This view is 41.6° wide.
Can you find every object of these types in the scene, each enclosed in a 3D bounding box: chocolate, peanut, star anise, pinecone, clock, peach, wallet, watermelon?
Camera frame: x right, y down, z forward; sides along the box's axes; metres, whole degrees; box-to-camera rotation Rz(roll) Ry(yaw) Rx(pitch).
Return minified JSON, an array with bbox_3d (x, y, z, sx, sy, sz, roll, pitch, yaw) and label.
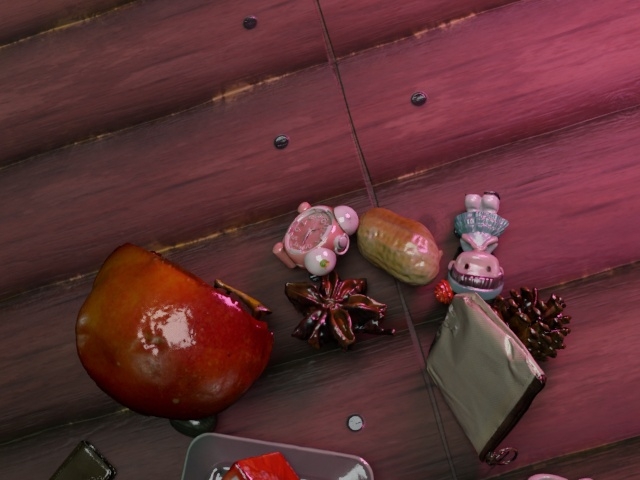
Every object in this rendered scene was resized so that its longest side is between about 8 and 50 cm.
[{"bbox_3d":[-0.076,0.511,1.525,0.108,0.235,0.237,-43,73,7],"label":"chocolate"},{"bbox_3d":[0.163,0.007,1.786,0.224,0.129,0.129,35,83,25],"label":"peanut"},{"bbox_3d":[0.026,0.156,1.769,0.190,0.126,0.220,-10,45,-21],"label":"star anise"},{"bbox_3d":[0.400,0.174,1.675,0.195,0.179,0.150,-28,49,14],"label":"pinecone"},{"bbox_3d":[0.000,0.000,1.806,0.162,0.093,0.166,9,61,50],"label":"clock"},{"bbox_3d":[-0.308,0.199,1.709,0.405,0.335,0.310,27,83,12],"label":"peach"},{"bbox_3d":[0.309,0.260,1.620,0.068,0.335,0.275,-20,55,-26],"label":"wallet"},{"bbox_3d":[-0.272,0.376,1.787,0.110,0.078,0.078,14,77,16],"label":"watermelon"},{"bbox_3d":[-0.539,0.540,1.811,0.110,0.031,0.198,39,84,17],"label":"wallet"}]

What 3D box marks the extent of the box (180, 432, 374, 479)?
[{"bbox_3d":[-0.102,0.603,1.672,0.396,0.111,0.396,6,74,10],"label":"box"}]

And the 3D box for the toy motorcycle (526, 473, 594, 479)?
[{"bbox_3d":[0.465,0.536,1.551,0.222,0.108,0.340,-32,39,-24],"label":"toy motorcycle"}]

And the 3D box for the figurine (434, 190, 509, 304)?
[{"bbox_3d":[0.321,0.021,1.773,0.137,0.110,0.246,2,71,21],"label":"figurine"}]
